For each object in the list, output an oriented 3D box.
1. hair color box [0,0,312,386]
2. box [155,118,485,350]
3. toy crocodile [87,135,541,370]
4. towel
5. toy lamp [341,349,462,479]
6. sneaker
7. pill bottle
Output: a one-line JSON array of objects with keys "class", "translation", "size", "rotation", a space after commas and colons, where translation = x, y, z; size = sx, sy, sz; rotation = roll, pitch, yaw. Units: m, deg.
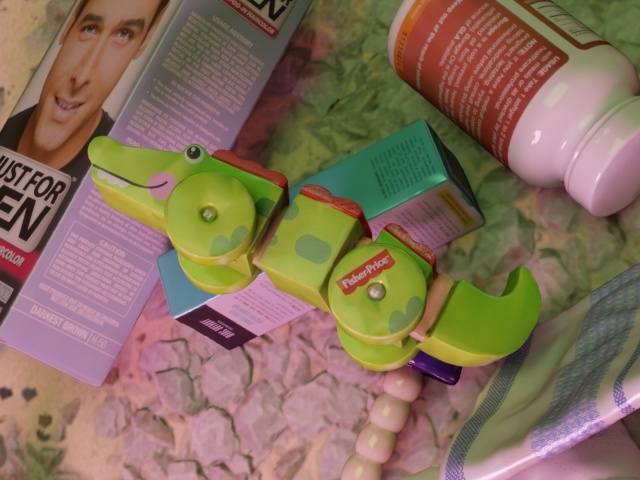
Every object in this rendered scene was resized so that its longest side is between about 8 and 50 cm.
[{"class": "hair color box", "translation": [-0.176, -0.086, 1.125], "size": [0.185, 0.113, 0.374], "rotation": [21, 80, 52]}, {"class": "box", "translation": [0.000, 0.000, 1.058], "size": [0.244, 0.100, 0.060], "rotation": [-27, 62, 13]}, {"class": "toy crocodile", "translation": [-0.011, 0.004, 0.945], "size": [0.340, 0.115, 0.105], "rotation": [24, 76, 12]}, {"class": "towel", "translation": [0.205, 0.054, 0.852], "size": [0.285, 0.209, 0.034], "rotation": [-37, 95, 34]}, {"class": "toy lamp", "translation": [0.037, 0.158, 0.998], "size": [0.080, 0.080, 0.274], "rotation": [22, 81, 29]}, {"class": "sneaker", "translation": [0.124, 0.171, 0.953], "size": [0.212, 0.080, 0.094], "rotation": [-5, 52, 2]}, {"class": "pill bottle", "translation": [0.161, -0.118, 1.015], "size": [0.121, 0.121, 0.216], "rotation": [-47, 60, 3]}]
